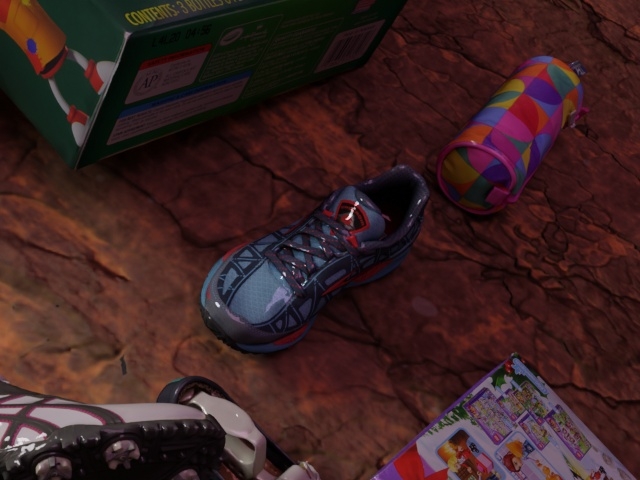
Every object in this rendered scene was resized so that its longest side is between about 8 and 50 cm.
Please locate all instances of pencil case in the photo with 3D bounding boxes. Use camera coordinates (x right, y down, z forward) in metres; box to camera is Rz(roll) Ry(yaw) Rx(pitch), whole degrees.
[{"bbox_3d":[0.222,-0.123,1.047,0.104,0.104,0.236,40,50,6],"label":"pencil case"}]

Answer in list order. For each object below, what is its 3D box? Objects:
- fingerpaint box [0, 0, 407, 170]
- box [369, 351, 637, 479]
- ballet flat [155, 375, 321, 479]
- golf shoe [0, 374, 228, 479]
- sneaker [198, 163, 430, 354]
[{"bbox_3d":[-0.163,-0.309,0.917,0.371,0.163,0.445,47,42,13],"label":"fingerpaint box"},{"bbox_3d":[0.192,0.257,0.747,0.201,0.057,0.293,-31,72,-38],"label":"box"},{"bbox_3d":[-0.048,0.179,0.710,0.203,0.074,0.074,44,50,9],"label":"ballet flat"},{"bbox_3d":[-0.201,0.134,0.630,0.272,0.105,0.120,-6,42,-16],"label":"golf shoe"},{"bbox_3d":[0.000,0.000,0.828,0.104,0.125,0.262,46,50,12],"label":"sneaker"}]
